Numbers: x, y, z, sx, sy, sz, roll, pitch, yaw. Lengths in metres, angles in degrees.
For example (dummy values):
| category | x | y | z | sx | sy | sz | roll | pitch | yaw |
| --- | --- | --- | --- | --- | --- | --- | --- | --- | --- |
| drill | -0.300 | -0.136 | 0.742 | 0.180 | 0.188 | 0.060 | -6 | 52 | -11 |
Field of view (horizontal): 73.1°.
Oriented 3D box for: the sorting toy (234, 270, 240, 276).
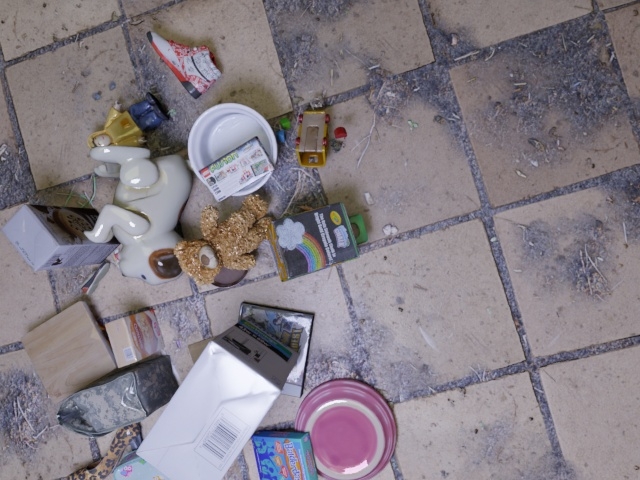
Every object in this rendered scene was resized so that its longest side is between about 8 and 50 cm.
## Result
| category | x | y | z | sx | sy | sz | roll | pitch | yaw |
| --- | --- | --- | --- | --- | --- | --- | --- | --- | --- |
| sorting toy | -0.296 | 0.086 | 1.459 | 0.083 | 0.012 | 0.062 | 36 | 93 | 6 |

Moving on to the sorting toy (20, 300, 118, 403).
| category | x | y | z | sx | sy | sz | roll | pitch | yaw |
| --- | --- | --- | --- | --- | --- | --- | --- | --- | --- |
| sorting toy | -0.836 | 0.374 | 1.476 | 0.257 | 0.089 | 0.256 | -31 | 86 | 5 |

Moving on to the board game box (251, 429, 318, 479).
| category | x | y | z | sx | sy | sz | roll | pitch | yaw |
| --- | --- | --- | --- | --- | --- | --- | --- | --- | --- |
| board game box | -0.116 | 0.692 | 1.367 | 0.210 | 0.047 | 0.160 | -15 | 87 | 32 |

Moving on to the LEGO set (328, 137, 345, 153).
| category | x | y | z | sx | sy | sz | roll | pitch | yaw |
| --- | --- | --- | --- | --- | --- | --- | --- | --- | --- |
| LEGO set | 0.059 | -0.321 | 1.425 | 0.054 | 0.023 | 0.083 | 41 | 80 | 3 |

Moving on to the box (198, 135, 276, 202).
| category | x | y | z | sx | sy | sz | roll | pitch | yaw |
| --- | --- | --- | --- | --- | --- | --- | --- | --- | --- |
| box | -0.250 | -0.213 | 1.302 | 0.206 | 0.036 | 0.114 | -28 | 101 | 10 |

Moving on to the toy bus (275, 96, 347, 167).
| category | x | y | z | sx | sy | sz | roll | pitch | yaw |
| --- | --- | --- | --- | --- | --- | --- | --- | --- | --- |
| toy bus | -0.021 | -0.331 | 1.389 | 0.202 | 0.104 | 0.191 | -37 | 64 | -15 |

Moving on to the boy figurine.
| category | x | y | z | sx | sy | sz | roll | pitch | yaw |
| --- | --- | --- | --- | --- | --- | --- | --- | --- | --- |
| boy figurine | -0.668 | -0.391 | 1.472 | 0.285 | 0.092 | 0.177 | -30 | 89 | 2 |

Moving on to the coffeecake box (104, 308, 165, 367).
| category | x | y | z | sx | sy | sz | roll | pitch | yaw |
| --- | --- | --- | --- | --- | --- | --- | --- | --- | --- |
| coffeecake box | -0.596 | 0.312 | 1.402 | 0.068 | 0.185 | 0.143 | -19 | 87 | 6 |

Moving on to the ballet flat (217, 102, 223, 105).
| category | x | y | z | sx | sy | sz | roll | pitch | yaw |
| --- | --- | --- | --- | --- | --- | --- | --- | --- | --- |
| ballet flat | -0.300 | -0.385 | 1.447 | 0.057 | 0.052 | 0.168 | -34 | 86 | 4 |

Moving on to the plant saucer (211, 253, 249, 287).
| category | x | y | z | sx | sy | sz | roll | pitch | yaw |
| --- | --- | --- | --- | --- | --- | --- | --- | --- | --- |
| plant saucer | -0.315 | 0.074 | 1.437 | 0.168 | 0.029 | 0.169 | 0 | 80 | 2 |

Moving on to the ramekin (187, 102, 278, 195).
| category | x | y | z | sx | sy | sz | roll | pitch | yaw |
| --- | --- | --- | --- | --- | --- | --- | --- | --- | --- |
| ramekin | -0.265 | -0.289 | 1.373 | 0.276 | 0.135 | 0.278 | 1 | 104 | 3 |

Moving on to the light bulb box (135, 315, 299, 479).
| category | x | y | z | sx | sy | sz | roll | pitch | yaw |
| --- | --- | --- | --- | --- | --- | --- | --- | --- | --- |
| light bulb box | -0.265 | 0.447 | 1.238 | 0.225 | 0.361 | 0.358 | 35 | 93 | 4 |

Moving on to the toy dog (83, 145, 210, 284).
| category | x | y | z | sx | sy | sz | roll | pitch | yaw |
| --- | --- | --- | --- | --- | --- | --- | --- | --- | --- |
| toy dog | -0.543 | -0.061 | 1.387 | 0.395 | 0.284 | 0.409 | -4 | 87 | -34 |

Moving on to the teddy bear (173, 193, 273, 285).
| category | x | y | z | sx | sy | sz | roll | pitch | yaw |
| --- | --- | --- | --- | --- | --- | --- | --- | --- | --- |
| teddy bear | -0.274 | -0.003 | 1.334 | 0.113 | 0.337 | 0.245 | 24 | 124 | 44 |

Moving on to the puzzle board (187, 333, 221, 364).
| category | x | y | z | sx | sy | sz | roll | pitch | yaw |
| --- | --- | --- | --- | --- | --- | --- | --- | --- | --- |
| puzzle board | -0.377 | 0.383 | 1.464 | 0.128 | 0.011 | 0.097 | -20 | 88 | 6 |

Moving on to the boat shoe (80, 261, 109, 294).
| category | x | y | z | sx | sy | sz | roll | pitch | yaw |
| --- | --- | --- | --- | --- | --- | --- | --- | --- | --- |
| boat shoe | -0.783 | 0.125 | 1.497 | 0.043 | 0.049 | 0.137 | 38 | 98 | 8 |

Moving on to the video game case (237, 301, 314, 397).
| category | x | y | z | sx | sy | sz | roll | pitch | yaw |
| --- | --- | --- | --- | --- | --- | --- | --- | --- | --- |
| video game case | -0.162 | 0.360 | 1.428 | 0.248 | 0.035 | 0.275 | 9 | 90 | 7 |

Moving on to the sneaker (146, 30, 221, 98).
| category | x | y | z | sx | sy | sz | roll | pitch | yaw |
| --- | --- | --- | --- | --- | --- | --- | --- | --- | --- |
| sneaker | -0.450 | -0.624 | 1.452 | 0.145 | 0.090 | 0.270 | -38 | 89 | 3 |

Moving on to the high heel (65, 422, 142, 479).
| category | x | y | z | sx | sy | sz | roll | pitch | yaw |
| --- | --- | --- | --- | --- | --- | --- | --- | --- | --- |
| high heel | -0.730 | 0.701 | 1.450 | 0.260 | 0.093 | 0.187 | -12 | 94 | -10 |

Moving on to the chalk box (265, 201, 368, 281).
| category | x | y | z | sx | sy | sz | roll | pitch | yaw |
| --- | --- | --- | --- | --- | --- | --- | --- | --- | --- |
| chalk box | 0.000 | 0.000 | 1.327 | 0.288 | 0.179 | 0.181 | -16 | 86 | -15 |

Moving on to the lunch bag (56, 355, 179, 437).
| category | x | y | z | sx | sy | sz | roll | pitch | yaw |
| --- | --- | --- | --- | --- | --- | --- | --- | --- | --- |
| lunch bag | -0.641 | 0.504 | 1.378 | 0.286 | 0.235 | 0.169 | -20 | 85 | 6 |

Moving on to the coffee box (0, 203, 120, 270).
| category | x | y | z | sx | sy | sz | roll | pitch | yaw |
| --- | --- | --- | --- | --- | --- | --- | --- | --- | --- |
| coffee box | -0.807 | -0.012 | 1.375 | 0.119 | 0.297 | 0.168 | -42 | 86 | 7 |

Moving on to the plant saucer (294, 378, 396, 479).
| category | x | y | z | sx | sy | sz | roll | pitch | yaw |
| --- | --- | --- | --- | --- | --- | --- | --- | --- | --- |
| plant saucer | 0.077 | 0.616 | 1.373 | 0.331 | 0.084 | 0.333 | 0 | 89 | 6 |

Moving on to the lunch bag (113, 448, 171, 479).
| category | x | y | z | sx | sy | sz | roll | pitch | yaw |
| --- | --- | --- | --- | --- | --- | --- | --- | --- | --- |
| lunch bag | -0.533 | 0.799 | 1.406 | 0.223 | 0.108 | 0.280 | -19 | 95 | 0 |
